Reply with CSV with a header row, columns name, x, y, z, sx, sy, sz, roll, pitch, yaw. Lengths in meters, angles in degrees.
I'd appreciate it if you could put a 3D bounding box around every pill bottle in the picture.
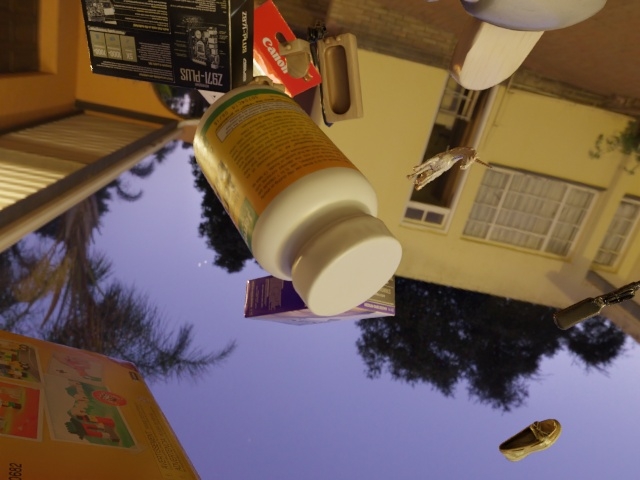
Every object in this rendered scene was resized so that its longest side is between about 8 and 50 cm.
name,x,y,z,sx,sy,sz,roll,pitch,yaw
pill bottle,-0.023,-0.039,0.422,0.118,0.117,0.208,-4,-135,-40

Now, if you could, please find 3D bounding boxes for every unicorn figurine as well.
name,x,y,z,sx,sy,sz,roll,pitch,yaw
unicorn figurine,0.230,-0.141,0.901,0.111,0.060,0.162,-29,-165,-2

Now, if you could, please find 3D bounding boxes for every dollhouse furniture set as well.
name,x,y,z,sx,sy,sz,roll,pitch,yaw
dollhouse furniture set,-0.036,-0.203,0.654,0.151,0.143,0.123,-2,-168,25

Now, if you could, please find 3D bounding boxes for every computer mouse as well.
name,x,y,z,sx,sy,sz,roll,pitch,yaw
computer mouse,0.021,-0.403,1.164,0.060,0.261,0.184,-3,-156,11

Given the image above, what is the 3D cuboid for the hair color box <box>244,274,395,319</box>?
name,x,y,z,sx,sy,sz,roll,pitch,yaw
hair color box,-0.010,0.135,1.137,0.185,0.110,0.339,17,156,-40

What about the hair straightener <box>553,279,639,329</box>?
name,x,y,z,sx,sy,sz,roll,pitch,yaw
hair straightener,0.641,0.144,1.063,0.089,0.231,0.047,-1,-115,-62

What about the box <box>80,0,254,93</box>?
name,x,y,z,sx,sy,sz,roll,pitch,yaw
box,-0.173,-0.262,0.549,0.180,0.147,0.077,10,-148,9

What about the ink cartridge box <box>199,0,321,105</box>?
name,x,y,z,sx,sy,sz,roll,pitch,yaw
ink cartridge box,-0.143,-0.336,0.951,0.233,0.189,0.066,-11,-136,36

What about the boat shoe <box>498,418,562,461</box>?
name,x,y,z,sx,sy,sz,roll,pitch,yaw
boat shoe,0.497,0.468,1.123,0.048,0.153,0.056,46,-163,-29

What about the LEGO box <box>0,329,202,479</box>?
name,x,y,z,sx,sy,sz,roll,pitch,yaw
LEGO box,-0.396,0.274,0.582,0.373,0.193,0.500,26,173,-31

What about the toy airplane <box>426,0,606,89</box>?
name,x,y,z,sx,sy,sz,roll,pitch,yaw
toy airplane,0.212,-0.323,0.285,0.385,0.386,0.272,-21,-144,16
